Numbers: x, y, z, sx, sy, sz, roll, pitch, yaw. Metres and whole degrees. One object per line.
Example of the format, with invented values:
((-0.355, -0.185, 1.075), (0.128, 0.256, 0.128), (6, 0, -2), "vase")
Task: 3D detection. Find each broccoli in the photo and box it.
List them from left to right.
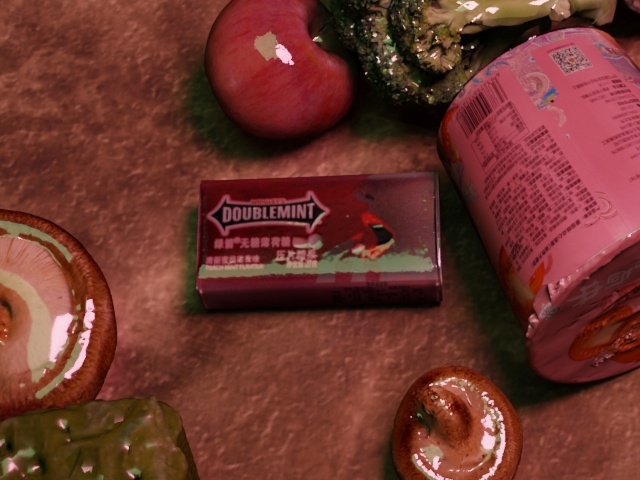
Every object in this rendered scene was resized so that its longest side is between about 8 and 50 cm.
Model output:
((0.136, -0.244, 1.518), (0.270, 0.270, 0.270), (4, 65, 22), "broccoli")

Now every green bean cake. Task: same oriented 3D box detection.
((-0.217, 0.266, 1.359), (0.249, 0.156, 0.247), (-8, 53, 2), "green bean cake")

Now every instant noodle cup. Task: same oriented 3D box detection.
((0.232, -0.036, 1.443), (0.243, 0.243, 0.231), (-25, 58, -7), "instant noodle cup")

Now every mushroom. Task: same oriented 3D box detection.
((-0.290, 0.077, 1.492), (0.231, 0.138, 0.194), (37, 58, 10), "mushroom")
((0.114, 0.169, 1.431), (0.109, 0.085, 0.126), (35, 66, -18), "mushroom")

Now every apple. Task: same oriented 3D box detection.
((-0.040, -0.163, 1.567), (0.120, 0.153, 0.153), (-32, 61, 28), "apple")

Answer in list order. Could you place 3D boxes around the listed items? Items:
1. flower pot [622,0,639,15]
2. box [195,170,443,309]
((0.326, -0.339, 1.579), (0.209, 0.239, 0.190), (-20, 59, -37), "flower pot")
((0.000, 0.000, 1.529), (0.224, 0.069, 0.120), (-1, 65, 6), "box")
